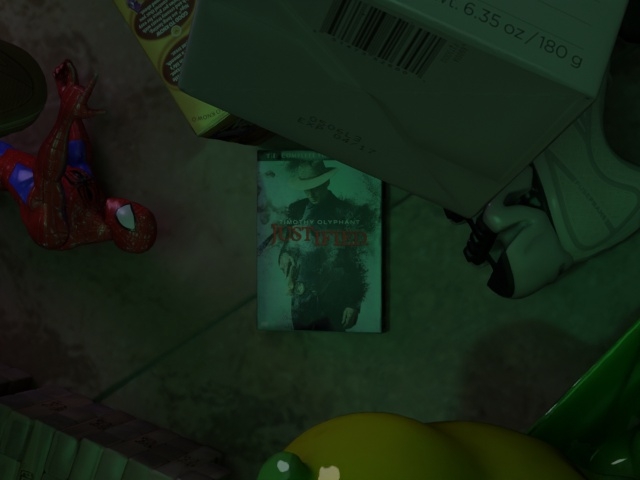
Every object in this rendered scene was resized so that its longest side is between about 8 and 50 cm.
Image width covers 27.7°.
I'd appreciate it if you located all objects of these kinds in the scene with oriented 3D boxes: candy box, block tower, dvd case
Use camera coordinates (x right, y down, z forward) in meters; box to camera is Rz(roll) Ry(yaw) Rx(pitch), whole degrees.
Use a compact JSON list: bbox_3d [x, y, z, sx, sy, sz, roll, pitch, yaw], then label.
[{"bbox_3d":[-0.088,-0.150,0.817,0.053,0.109,0.187,-35,81,13],"label":"candy box"},{"bbox_3d":[-0.227,0.136,0.871,0.335,0.091,0.097,21,96,15],"label":"block tower"},{"bbox_3d":[0.000,0.000,0.844,0.087,0.013,0.119,1,90,16],"label":"dvd case"}]

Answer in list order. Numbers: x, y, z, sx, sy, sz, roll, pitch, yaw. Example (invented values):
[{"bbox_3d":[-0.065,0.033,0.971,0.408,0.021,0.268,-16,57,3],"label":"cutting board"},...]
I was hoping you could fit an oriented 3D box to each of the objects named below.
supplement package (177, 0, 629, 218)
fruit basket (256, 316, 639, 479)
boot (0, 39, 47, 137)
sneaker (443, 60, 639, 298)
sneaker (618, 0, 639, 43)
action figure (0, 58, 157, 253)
[{"bbox_3d":[0.070,-0.194,0.651,0.177,0.175,0.293,23,70,-4],"label":"supplement package"},{"bbox_3d":[0.121,0.207,0.624,0.392,0.392,0.283,-48,65,12],"label":"fruit basket"},{"bbox_3d":[-0.273,-0.046,0.795,0.213,0.165,0.077,-11,62,-15],"label":"boot"},{"bbox_3d":[0.100,-0.115,0.778,0.118,0.110,0.292,-22,81,-6],"label":"sneaker"},{"bbox_3d":[0.274,-0.228,0.716,0.162,0.106,0.281,20,96,12],"label":"sneaker"},{"bbox_3d":[-0.218,-0.087,0.861,0.280,0.091,0.139,27,109,14],"label":"action figure"}]
